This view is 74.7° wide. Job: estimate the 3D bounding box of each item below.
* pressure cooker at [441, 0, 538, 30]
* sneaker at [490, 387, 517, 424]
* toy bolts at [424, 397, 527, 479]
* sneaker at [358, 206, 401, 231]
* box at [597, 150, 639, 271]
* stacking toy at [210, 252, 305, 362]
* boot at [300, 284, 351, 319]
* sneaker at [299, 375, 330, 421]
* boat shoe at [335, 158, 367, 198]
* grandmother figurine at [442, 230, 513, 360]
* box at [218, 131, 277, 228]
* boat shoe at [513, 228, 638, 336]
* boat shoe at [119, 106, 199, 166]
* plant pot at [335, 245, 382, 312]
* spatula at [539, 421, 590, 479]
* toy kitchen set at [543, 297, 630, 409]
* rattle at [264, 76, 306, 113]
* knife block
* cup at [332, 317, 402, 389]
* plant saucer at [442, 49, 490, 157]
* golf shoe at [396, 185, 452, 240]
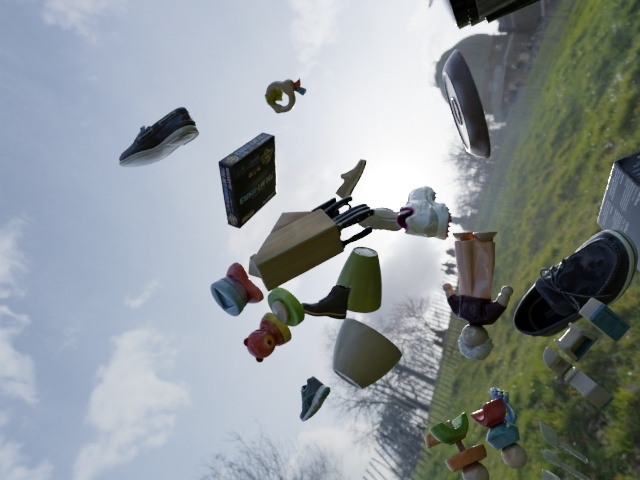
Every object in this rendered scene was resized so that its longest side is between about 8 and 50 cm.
[{"bbox_3d":[0.429,-0.791,1.116,0.370,0.420,0.375,9,-117,-64],"label":"pressure cooker"},{"bbox_3d":[0.657,0.605,1.524,0.188,0.067,0.078,-70,-14,-69],"label":"sneaker"},{"bbox_3d":[0.401,0.533,1.073,0.228,0.158,0.218,-15,-35,-16],"label":"toy bolts"},{"bbox_3d":[0.243,-0.102,1.789,0.090,0.235,0.095,123,151,-46],"label":"sneaker"},{"bbox_3d":[1.096,-0.076,1.347,0.343,0.179,0.312,59,-167,-50],"label":"box"},{"bbox_3d":[-0.205,0.210,1.273,0.130,0.309,0.279,-40,-3,-37],"label":"stacking toy"},{"bbox_3d":[0.018,0.229,1.658,0.198,0.077,0.137,8,-75,-13],"label":"boot"},{"bbox_3d":[-0.030,0.455,1.215,0.065,0.076,0.166,-15,-41,-49],"label":"sneaker"},{"bbox_3d":[0.108,-0.231,1.566,0.190,0.072,0.068,-62,2,36],"label":"boat shoe"},{"bbox_3d":[0.408,0.148,1.123,0.104,0.208,0.342,-3,-89,-23],"label":"grandmother figurine"},{"bbox_3d":[-0.282,-0.245,1.701,0.295,0.073,0.293,-50,-29,-43],"label":"box"},{"bbox_3d":[0.798,0.164,1.351,0.156,0.187,0.500,-6,-38,-20],"label":"boat shoe"},{"bbox_3d":[-0.351,-0.216,0.894,0.075,0.206,0.065,-14,-96,-69],"label":"boat shoe"},{"bbox_3d":[0.217,0.192,2.244,0.275,0.275,0.293,-23,-53,-52],"label":"plant pot"},{"bbox_3d":[0.665,0.619,1.130,0.242,0.019,0.168,36,-136,-21],"label":"spatula"},{"bbox_3d":[0.686,0.281,1.017,0.122,0.166,0.207,34,-81,-19],"label":"toy kitchen set"},{"bbox_3d":[-0.112,-0.590,1.638,0.130,0.199,0.143,58,-139,-5],"label":"rattle"},{"bbox_3d":[0.000,0.000,1.010,0.276,0.242,0.088,-64,-36,-45],"label":"knife block"},{"bbox_3d":[0.187,0.563,2.008,0.237,0.331,0.331,-53,-37,-20],"label":"cup"},{"bbox_3d":[0.404,-0.371,1.181,0.310,0.050,0.311,-19,-90,-74],"label":"plant saucer"},{"bbox_3d":[0.288,-0.093,1.263,0.306,0.140,0.115,-96,4,-69],"label":"golf shoe"}]
